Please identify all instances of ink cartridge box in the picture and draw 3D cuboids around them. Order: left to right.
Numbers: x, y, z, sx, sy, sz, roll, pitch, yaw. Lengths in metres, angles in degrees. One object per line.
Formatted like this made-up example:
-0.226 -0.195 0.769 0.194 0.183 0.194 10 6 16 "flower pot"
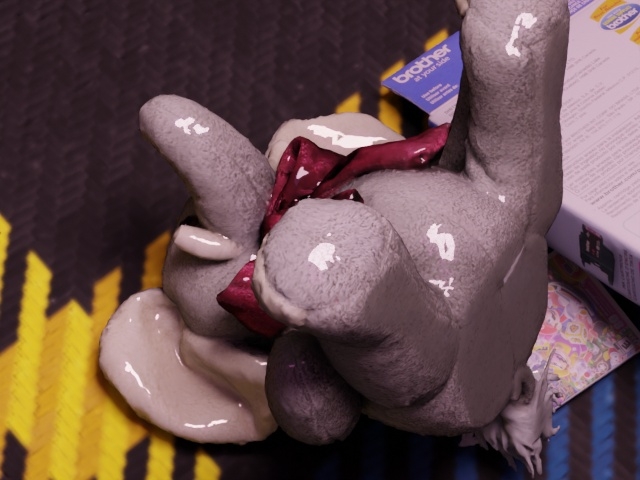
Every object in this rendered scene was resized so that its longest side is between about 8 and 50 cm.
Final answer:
0.207 -0.063 1.248 0.186 0.065 0.311 -35 49 -22 "ink cartridge box"

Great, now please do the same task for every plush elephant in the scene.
0.000 0.000 1.141 0.255 0.330 0.272 16 58 29 "plush elephant"

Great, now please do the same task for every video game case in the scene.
0.140 0.066 1.255 0.122 0.011 0.087 -32 75 -20 "video game case"
